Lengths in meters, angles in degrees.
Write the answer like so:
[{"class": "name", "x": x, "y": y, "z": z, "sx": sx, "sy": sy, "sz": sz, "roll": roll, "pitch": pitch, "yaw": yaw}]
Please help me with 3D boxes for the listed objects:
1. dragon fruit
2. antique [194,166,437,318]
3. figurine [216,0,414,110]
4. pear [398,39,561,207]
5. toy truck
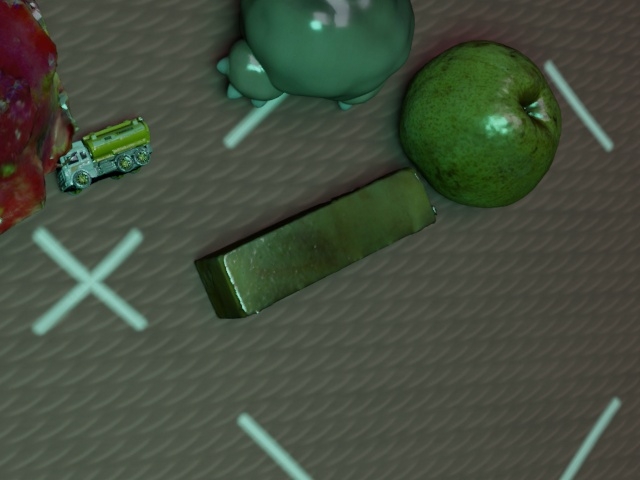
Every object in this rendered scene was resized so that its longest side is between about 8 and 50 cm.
[{"class": "dragon fruit", "x": -0.405, "y": -0.141, "z": 1.031, "sx": 0.386, "sy": 0.249, "sz": 0.371, "roll": 21, "pitch": 81, "yaw": -46}, {"class": "antique", "x": 0.000, "y": 0.000, "z": 1.338, "sx": 0.310, "sy": 0.093, "sz": 0.087, "roll": -26, "pitch": 97, "yaw": -25}, {"class": "figurine", "x": 0.027, "y": -0.328, "z": 1.266, "sx": 0.248, "sy": 0.203, "sz": 0.381, "roll": -4, "pitch": 126, "yaw": -34}, {"class": "pear", "x": 0.220, "y": -0.152, "z": 1.392, "sx": 0.188, "sy": 0.211, "sz": 0.228, "roll": -45, "pitch": 105, "yaw": -24}, {"class": "toy truck", "x": -0.259, "y": -0.102, "z": 1.247, "sx": 0.123, "sy": 0.052, "sz": 0.063, "roll": -24, "pitch": 92, "yaw": -26}]
